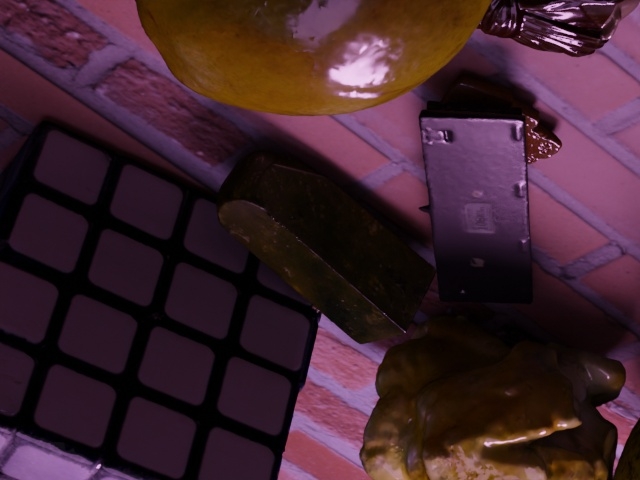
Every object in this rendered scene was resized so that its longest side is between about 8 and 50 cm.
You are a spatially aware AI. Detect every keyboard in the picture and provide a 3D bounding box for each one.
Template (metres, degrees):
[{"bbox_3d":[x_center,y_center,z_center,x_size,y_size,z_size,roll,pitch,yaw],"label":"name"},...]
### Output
[{"bbox_3d":[0.145,-0.030,1.802,0.106,0.027,0.317,3,149,8],"label":"keyboard"}]

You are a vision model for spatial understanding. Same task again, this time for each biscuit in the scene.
[{"bbox_3d":[0.151,-0.105,1.731,0.119,0.019,0.130,-6,140,24],"label":"biscuit"}]

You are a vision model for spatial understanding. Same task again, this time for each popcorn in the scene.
[{"bbox_3d":[0.171,0.199,1.942,0.276,0.225,0.276,15,175,1],"label":"popcorn"}]

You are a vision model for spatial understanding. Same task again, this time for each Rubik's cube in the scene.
[{"bbox_3d":[-0.229,0.150,1.918,0.344,0.337,0.344,23,144,-14],"label":"Rubik's cube"}]

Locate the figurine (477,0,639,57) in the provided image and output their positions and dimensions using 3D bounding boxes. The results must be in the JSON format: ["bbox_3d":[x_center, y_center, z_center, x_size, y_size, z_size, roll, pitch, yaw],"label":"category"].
[{"bbox_3d":[0.261,-0.224,1.446,0.315,0.168,0.187,-18,107,47],"label":"figurine"}]

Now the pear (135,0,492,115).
[{"bbox_3d":[-0.005,-0.223,1.428,0.269,0.269,0.321,35,126,-28],"label":"pear"}]

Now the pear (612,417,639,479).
[{"bbox_3d":[0.459,0.294,1.897,0.391,0.391,0.391,8,143,6],"label":"pear"}]

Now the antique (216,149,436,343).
[{"bbox_3d":[0.000,0.000,1.847,0.221,0.080,0.081,42,148,-23],"label":"antique"}]
